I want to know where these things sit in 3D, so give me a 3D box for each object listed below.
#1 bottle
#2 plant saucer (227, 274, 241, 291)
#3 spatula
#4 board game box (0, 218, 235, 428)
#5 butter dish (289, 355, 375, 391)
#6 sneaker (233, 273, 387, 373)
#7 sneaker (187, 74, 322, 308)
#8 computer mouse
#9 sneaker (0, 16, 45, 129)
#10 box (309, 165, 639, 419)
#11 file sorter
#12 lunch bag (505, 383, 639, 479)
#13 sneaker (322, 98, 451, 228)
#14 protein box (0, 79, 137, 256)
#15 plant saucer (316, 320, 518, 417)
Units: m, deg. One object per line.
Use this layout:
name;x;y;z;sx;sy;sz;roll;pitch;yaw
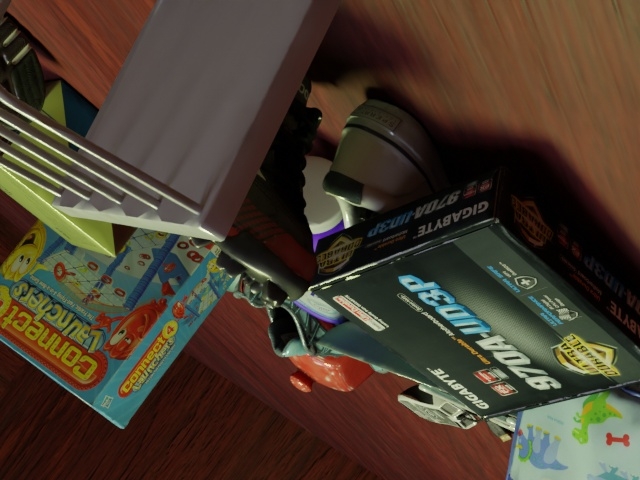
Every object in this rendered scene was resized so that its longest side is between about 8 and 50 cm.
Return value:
bottle;0.000;0.000;1.218;0.118;0.092;0.283;33;167;12
plant saucer;-0.171;0.031;1.929;0.195;0.037;0.195;35;168;8
spatula;0.229;0.205;1.377;0.168;0.019;0.242;17;172;46
board game box;-0.307;0.063;1.796;0.308;0.302;0.086;27;164;35
butter dish;0.002;0.153;1.718;0.160;0.118;0.160;30;167;25
sneaker;-0.009;0.096;1.519;0.262;0.125;0.104;44;166;-30
sneaker;-0.054;-0.068;0.932;0.097;0.135;0.276;46;-171;-43
computer mouse;0.175;0.217;1.675;0.106;0.042;0.193;38;163;-29
sneaker;-0.441;-0.258;1.490;0.281;0.106;0.162;54;166;-24
box;0.128;0.048;0.935;0.175;0.051;0.220;-21;133;39
file sorter;-0.144;-0.132;0.805;0.173;0.192;0.278;31;169;-27
lunch bag;0.261;0.193;1.023;0.219;0.176;0.090;27;-157;38
sneaker;0.067;-0.007;1.012;0.094;0.091;0.258;26;164;40
protein box;-0.337;-0.097;1.672;0.200;0.136;0.201;41;166;-23
plant saucer;0.151;0.139;1.267;0.318;0.043;0.317;20;177;1
